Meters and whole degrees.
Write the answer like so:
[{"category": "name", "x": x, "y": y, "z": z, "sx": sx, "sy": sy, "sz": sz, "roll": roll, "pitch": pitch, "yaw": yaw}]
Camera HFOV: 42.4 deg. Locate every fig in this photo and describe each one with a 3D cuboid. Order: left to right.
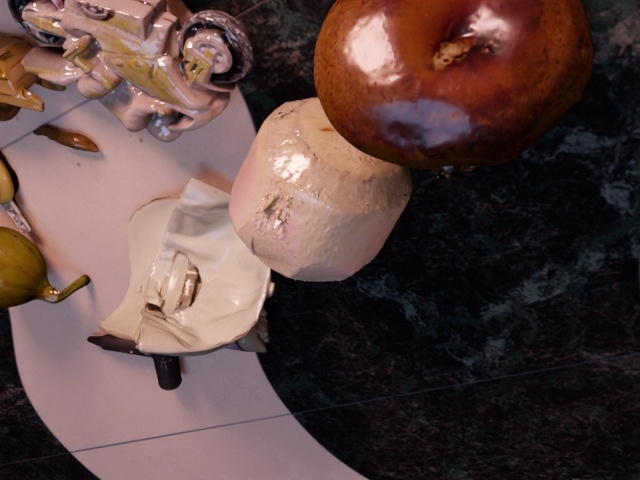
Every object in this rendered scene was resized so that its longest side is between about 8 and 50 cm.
[{"category": "fig", "x": -0.527, "y": 0.064, "z": 1.409, "sx": 0.186, "sy": 0.148, "sz": 0.142, "roll": 43, "pitch": 103, "yaw": 4}]

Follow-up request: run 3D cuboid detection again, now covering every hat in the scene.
[{"category": "hat", "x": -0.209, "y": 0.068, "z": 1.246, "sx": 0.168, "sy": 0.258, "sz": 0.301, "roll": 28, "pitch": 158, "yaw": -32}]

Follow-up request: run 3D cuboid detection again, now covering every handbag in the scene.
[{"category": "handbag", "x": -0.164, "y": 0.120, "z": 1.336, "sx": 0.173, "sy": 0.095, "sz": 0.117, "roll": 4, "pitch": 134, "yaw": 32}]

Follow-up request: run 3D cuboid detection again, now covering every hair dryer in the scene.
[{"category": "hair dryer", "x": -0.348, "y": 0.178, "z": 1.498, "sx": 0.194, "sy": 0.050, "sz": 0.173, "roll": 15, "pitch": 130, "yaw": 17}]

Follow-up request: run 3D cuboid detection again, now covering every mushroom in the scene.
[{"category": "mushroom", "x": 0.125, "y": -0.192, "z": 0.876, "sx": 0.267, "sy": 0.267, "sz": 0.254, "roll": 41, "pitch": 166, "yaw": -12}]

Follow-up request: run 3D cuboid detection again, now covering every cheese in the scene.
[{"category": "cheese", "x": -0.528, "y": -0.080, "z": 1.361, "sx": 0.086, "sy": 0.036, "sz": 0.163, "roll": -6, "pitch": 125, "yaw": 30}]

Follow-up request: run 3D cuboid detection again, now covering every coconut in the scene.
[{"category": "coconut", "x": -0.005, "y": -0.050, "z": 1.031, "sx": 0.224, "sy": 0.224, "sz": 0.234, "roll": 30, "pitch": 122, "yaw": -2}]

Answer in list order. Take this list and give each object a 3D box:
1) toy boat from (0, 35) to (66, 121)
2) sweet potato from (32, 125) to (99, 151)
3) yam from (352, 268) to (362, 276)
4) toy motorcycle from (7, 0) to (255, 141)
[{"category": "toy boat", "x": -0.515, "y": -0.236, "z": 1.185, "sx": 0.310, "sy": 0.089, "sz": 0.115, "roll": 9, "pitch": 134, "yaw": 17}, {"category": "sweet potato", "x": -0.385, "y": -0.155, "z": 1.241, "sx": 0.115, "sy": 0.026, "sz": 0.026, "roll": 19, "pitch": 133, "yaw": 12}, {"category": "yam", "x": 0.000, "y": 0.001, "z": 1.164, "sx": 0.141, "sy": 0.079, "sz": 0.079, "roll": 16, "pitch": 133, "yaw": 14}, {"category": "toy motorcycle", "x": -0.240, "y": -0.226, "z": 1.061, "sx": 0.340, "sy": 0.108, "sz": 0.223, "roll": 17, "pitch": 141, "yaw": 12}]
